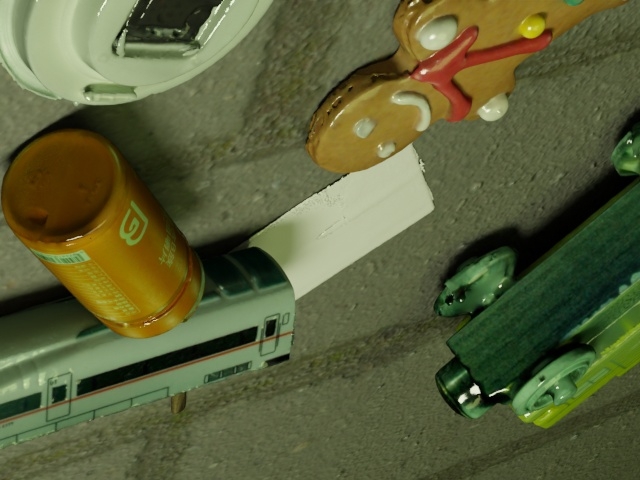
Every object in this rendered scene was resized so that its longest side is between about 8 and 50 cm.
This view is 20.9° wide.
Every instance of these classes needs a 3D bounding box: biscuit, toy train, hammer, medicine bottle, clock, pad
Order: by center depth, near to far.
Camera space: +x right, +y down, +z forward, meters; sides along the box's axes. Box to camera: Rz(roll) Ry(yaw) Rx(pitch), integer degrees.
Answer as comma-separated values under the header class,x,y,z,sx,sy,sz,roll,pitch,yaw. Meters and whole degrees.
class,x,y,z,sx,sy,sz,roll,pitch,yaw
clock,-0.103,-0.165,1.146,0.236,0.053,0.236,-25,151,-15
medicine bottle,-0.159,-0.001,1.294,0.096,0.096,0.192,-34,152,-2
toy train,-0.210,0.096,1.398,0.407,0.086,0.088,-16,136,-30
biscuit,0.135,-0.160,1.424,0.339,0.047,0.216,-36,152,1
pad,0.000,0.000,1.573,0.232,0.004,0.156,-33,152,-4
hammer,-0.128,0.112,1.598,0.062,0.017,0.182,-25,153,-18
toy train,0.314,0.031,1.801,0.442,0.179,0.272,-40,160,9
